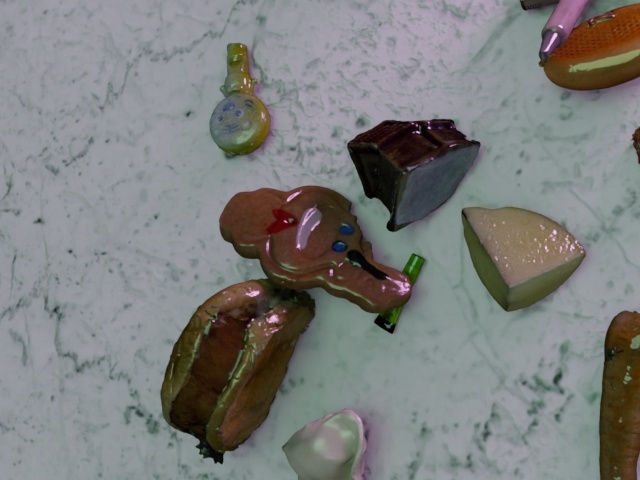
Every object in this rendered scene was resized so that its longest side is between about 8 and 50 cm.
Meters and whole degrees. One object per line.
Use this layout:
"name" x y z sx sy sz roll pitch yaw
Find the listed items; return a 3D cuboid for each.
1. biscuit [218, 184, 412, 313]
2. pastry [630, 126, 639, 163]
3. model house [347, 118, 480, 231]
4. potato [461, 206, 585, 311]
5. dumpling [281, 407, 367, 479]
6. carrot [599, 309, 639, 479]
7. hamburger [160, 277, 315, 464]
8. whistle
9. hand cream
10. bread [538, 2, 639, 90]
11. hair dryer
"biscuit" -0.004 0.006 1.275 0.183 0.047 0.319 -39 62 -24
"pastry" 0.481 -0.131 1.085 0.169 0.063 0.087 3 87 27
"model house" 0.129 -0.124 1.260 0.165 0.106 0.152 -29 52 -16
"potato" 0.278 0.013 1.182 0.120 0.081 0.149 -20 53 -7
"dumpling" 0.018 0.325 1.242 0.169 0.100 0.134 -33 72 21
"carrot" 0.387 0.238 1.083 0.078 0.078 0.298 7 90 28
"hamburger" -0.138 0.184 1.284 0.132 0.211 0.309 30 96 23
"whistle" -0.135 -0.237 1.433 0.104 0.057 0.199 -10 71 18
"hand cream" 0.119 0.077 1.267 0.036 0.023 0.122 30 97 30
"bread" 0.390 -0.252 1.136 0.189 0.077 0.114 -19 53 23
"hair dryer" 0.348 -0.312 1.119 0.195 0.054 0.220 -7 36 27
